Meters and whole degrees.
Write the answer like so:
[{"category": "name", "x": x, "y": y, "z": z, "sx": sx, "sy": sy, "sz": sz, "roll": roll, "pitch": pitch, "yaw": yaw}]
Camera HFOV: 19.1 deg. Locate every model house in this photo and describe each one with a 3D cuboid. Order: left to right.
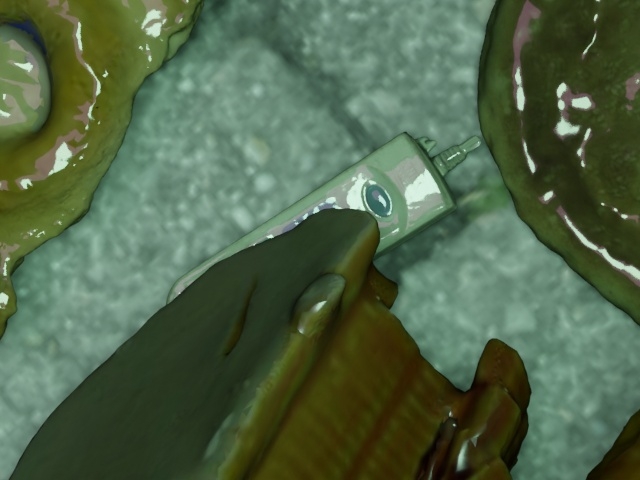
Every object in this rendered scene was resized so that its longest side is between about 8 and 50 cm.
[{"category": "model house", "x": -0.008, "y": 0.143, "z": 0.903, "sx": 0.220, "sy": 0.199, "sz": 0.229, "roll": -17, "pitch": 121, "yaw": 43}]

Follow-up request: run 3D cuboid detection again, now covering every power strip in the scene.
[{"category": "power strip", "x": 0.000, "y": 0.000, "z": 0.962, "sx": 0.191, "sy": 0.030, "sz": 0.047, "roll": -33, "pitch": 85, "yaw": 7}]

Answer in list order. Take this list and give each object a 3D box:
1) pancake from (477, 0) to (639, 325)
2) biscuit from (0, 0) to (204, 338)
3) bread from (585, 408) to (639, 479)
[{"category": "pancake", "x": 0.191, "y": -0.063, "z": 0.930, "sx": 0.222, "sy": 0.042, "sz": 0.236, "roll": -13, "pitch": 88, "yaw": 4}, {"category": "biscuit", "x": -0.183, "y": -0.094, "z": 0.963, "sx": 0.213, "sy": 0.091, "sz": 0.274, "roll": 26, "pitch": 94, "yaw": 6}, {"category": "bread", "x": 0.194, "y": 0.159, "z": 0.779, "sx": 0.204, "sy": 0.337, "sz": 0.358, "roll": 41, "pitch": 86, "yaw": 15}]
